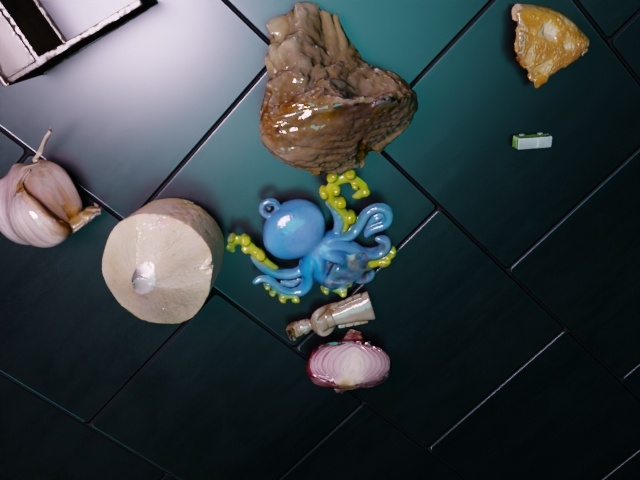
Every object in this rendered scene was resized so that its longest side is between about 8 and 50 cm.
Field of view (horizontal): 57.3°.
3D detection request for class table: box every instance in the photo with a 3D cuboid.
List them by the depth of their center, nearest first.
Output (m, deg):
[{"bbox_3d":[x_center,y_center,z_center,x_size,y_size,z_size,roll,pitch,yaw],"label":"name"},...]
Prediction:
[{"bbox_3d":[-0.483,-0.458,1.026,0.282,0.196,0.250,-28,111,5],"label":"table"}]

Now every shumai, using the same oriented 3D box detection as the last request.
[{"bbox_3d":[0.002,-0.297,1.164,0.346,0.283,0.217,-23,158,-26],"label":"shumai"}]

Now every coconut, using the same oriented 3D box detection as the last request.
[{"bbox_3d":[-0.321,0.040,1.204,0.239,0.244,0.239,1,112,2],"label":"coconut"}]

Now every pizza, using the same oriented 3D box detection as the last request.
[{"bbox_3d":[0.471,-0.402,1.229,0.182,0.062,0.161,6,104,-14],"label":"pizza"}]

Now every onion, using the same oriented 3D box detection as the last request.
[{"bbox_3d":[0.070,0.306,1.441,0.206,0.151,0.098,6,145,3],"label":"onion"}]

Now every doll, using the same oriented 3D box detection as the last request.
[{"bbox_3d":[0.000,0.000,1.325,0.346,0.098,0.341,-43,122,15],"label":"doll"}]

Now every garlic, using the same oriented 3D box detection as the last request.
[{"bbox_3d":[-0.529,-0.097,1.182,0.207,0.207,0.256,31,106,-16],"label":"garlic"}]

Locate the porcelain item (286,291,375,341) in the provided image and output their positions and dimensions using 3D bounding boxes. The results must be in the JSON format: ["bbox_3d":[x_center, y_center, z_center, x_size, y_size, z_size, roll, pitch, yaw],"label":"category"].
[{"bbox_3d":[0.022,0.188,1.409,0.213,0.054,0.084,-18,109,0],"label":"porcelain item"}]

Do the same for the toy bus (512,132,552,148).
[{"bbox_3d":[0.474,-0.222,1.308,0.083,0.037,0.031,-4,112,-5],"label":"toy bus"}]
